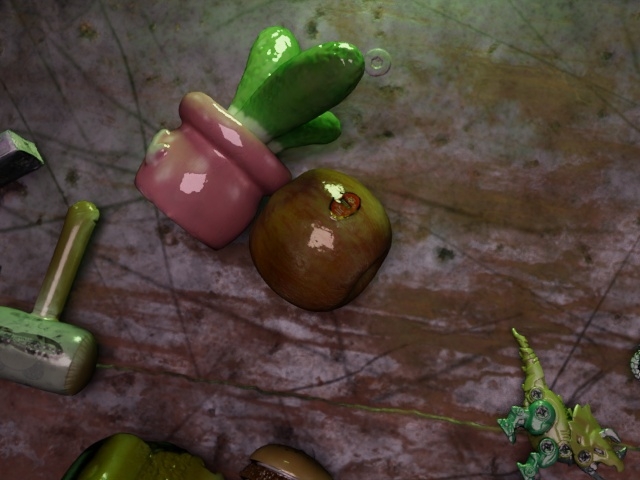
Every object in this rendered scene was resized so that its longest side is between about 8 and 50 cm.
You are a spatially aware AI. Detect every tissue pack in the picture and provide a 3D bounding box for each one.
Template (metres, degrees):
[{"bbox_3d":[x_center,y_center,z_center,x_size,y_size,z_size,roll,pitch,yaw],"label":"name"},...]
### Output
[{"bbox_3d":[-0.538,-0.115,1.585,0.156,0.112,0.051,-29,82,2],"label":"tissue pack"}]

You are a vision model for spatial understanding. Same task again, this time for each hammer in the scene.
[{"bbox_3d":[-0.423,0.080,1.562,0.201,0.113,0.306,15,80,4],"label":"hammer"}]

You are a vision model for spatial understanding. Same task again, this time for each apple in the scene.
[{"bbox_3d":[0.000,0.000,1.473,0.188,0.211,0.211,41,89,10],"label":"apple"}]

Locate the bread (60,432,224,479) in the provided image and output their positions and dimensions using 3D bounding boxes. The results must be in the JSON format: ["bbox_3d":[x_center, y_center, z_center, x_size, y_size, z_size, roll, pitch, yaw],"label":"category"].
[{"bbox_3d":[-0.294,0.451,1.376,0.251,0.376,0.208,35,116,-8],"label":"bread"}]

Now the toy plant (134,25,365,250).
[{"bbox_3d":[-0.102,-0.156,1.479,0.356,0.317,0.210,-44,116,-4],"label":"toy plant"}]

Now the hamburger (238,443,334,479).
[{"bbox_3d":[-0.057,0.376,1.464,0.175,0.175,0.137,23,73,8],"label":"hamburger"}]

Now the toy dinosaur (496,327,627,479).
[{"bbox_3d":[0.330,0.260,1.476,0.153,0.094,0.259,-33,74,1],"label":"toy dinosaur"}]

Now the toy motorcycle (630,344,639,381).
[{"bbox_3d":[0.562,0.154,1.474,0.205,0.076,0.114,-6,76,4],"label":"toy motorcycle"}]
